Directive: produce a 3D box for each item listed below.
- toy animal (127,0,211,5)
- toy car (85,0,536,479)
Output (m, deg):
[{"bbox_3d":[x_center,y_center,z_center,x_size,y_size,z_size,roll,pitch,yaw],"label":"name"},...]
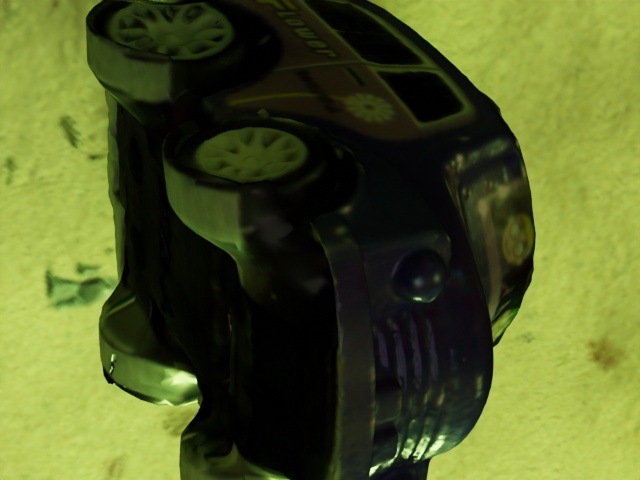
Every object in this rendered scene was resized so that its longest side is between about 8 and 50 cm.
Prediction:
[{"bbox_3d":[0.051,-0.263,0.483,0.302,0.194,0.344,-13,146,-29],"label":"toy animal"},{"bbox_3d":[0.000,0.000,0.640,0.158,0.235,0.172,-12,127,-20],"label":"toy car"}]
